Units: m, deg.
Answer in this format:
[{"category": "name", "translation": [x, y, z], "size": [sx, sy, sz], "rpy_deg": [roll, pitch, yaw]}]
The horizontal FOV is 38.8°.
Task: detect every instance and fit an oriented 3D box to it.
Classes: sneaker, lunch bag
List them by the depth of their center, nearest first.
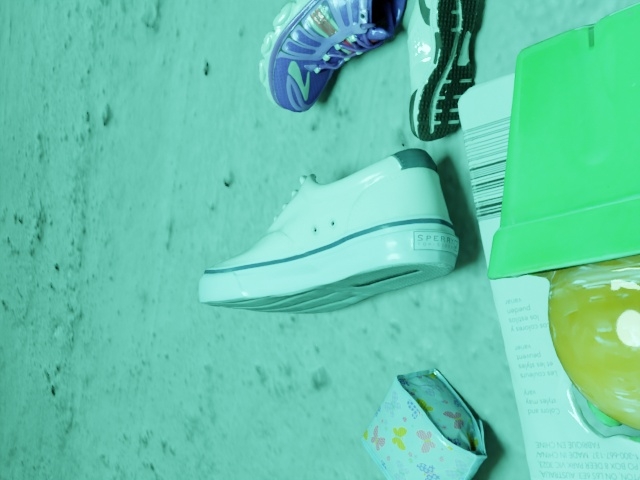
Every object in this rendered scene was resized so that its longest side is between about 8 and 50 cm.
[{"category": "sneaker", "translation": [0.077, -0.120, 0.603], "size": [0.044, 0.040, 0.109], "rpy_deg": [35, 121, 58]}, {"category": "sneaker", "translation": [0.015, -0.150, 0.641], "size": [0.071, 0.068, 0.170], "rpy_deg": [52, 132, 20]}, {"category": "lunch bag", "translation": [0.077, 0.145, 0.643], "size": [0.083, 0.053, 0.071], "rpy_deg": [52, 130, 41]}, {"category": "sneaker", "translation": [0.000, 0.000, 0.686], "size": [0.258, 0.094, 0.091], "rpy_deg": [-16, 68, 44]}]

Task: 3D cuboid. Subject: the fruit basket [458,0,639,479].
[{"category": "fruit basket", "translation": [0.220, 0.059, 0.381], "size": [0.327, 0.165, 0.352], "rpy_deg": [-16, 87, 49]}]
